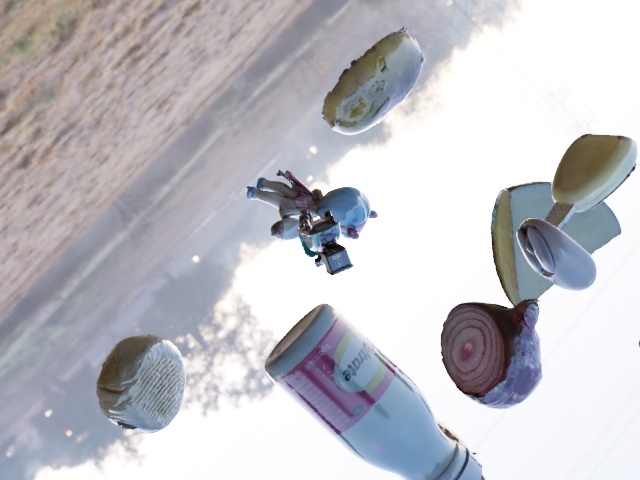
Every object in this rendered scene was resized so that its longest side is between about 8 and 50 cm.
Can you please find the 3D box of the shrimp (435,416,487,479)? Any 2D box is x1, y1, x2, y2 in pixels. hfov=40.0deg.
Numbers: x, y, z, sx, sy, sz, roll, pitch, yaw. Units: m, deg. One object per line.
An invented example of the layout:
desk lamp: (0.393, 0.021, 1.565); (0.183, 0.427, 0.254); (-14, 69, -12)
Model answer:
shrimp: (0.233, 0.390, 1.553); (0.150, 0.249, 0.068); (6, 122, -54)

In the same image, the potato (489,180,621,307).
potato: (0.504, -0.006, 1.875); (0.255, 0.269, 0.112); (-10, -167, -13)

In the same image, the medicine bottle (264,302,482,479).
medicine bottle: (0.052, 0.160, 0.820); (0.090, 0.217, 0.090); (-46, -175, 6)

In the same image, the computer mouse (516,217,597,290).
computer mouse: (0.242, 0.019, 0.911); (0.039, 0.096, 0.066); (-54, -169, -12)

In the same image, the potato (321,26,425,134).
potato: (0.102, -0.300, 1.715); (0.243, 0.098, 0.138); (-50, 164, 21)

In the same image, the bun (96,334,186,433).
bun: (-0.317, 0.247, 1.511); (0.114, 0.166, 0.173); (-4, 179, 27)

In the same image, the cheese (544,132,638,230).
cheese: (0.413, -0.073, 1.430); (0.127, 0.054, 0.251); (12, -123, 52)

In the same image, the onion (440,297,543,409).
onion: (0.320, 0.176, 1.512); (0.218, 0.140, 0.195); (-55, -147, 30)

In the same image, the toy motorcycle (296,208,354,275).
toy motorcycle: (0.000, 0.000, 1.412); (0.058, 0.100, 0.173); (-22, -170, -11)

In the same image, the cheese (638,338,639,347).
cheese: (0.583, 0.069, 1.320); (0.270, 0.177, 0.069); (-56, 152, -3)

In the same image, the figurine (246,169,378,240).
figurine: (-0.030, -0.069, 1.709); (0.205, 0.260, 0.102); (-37, 141, -56)
